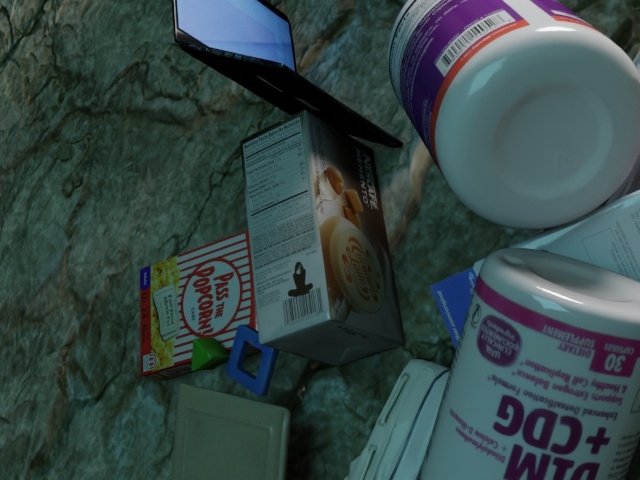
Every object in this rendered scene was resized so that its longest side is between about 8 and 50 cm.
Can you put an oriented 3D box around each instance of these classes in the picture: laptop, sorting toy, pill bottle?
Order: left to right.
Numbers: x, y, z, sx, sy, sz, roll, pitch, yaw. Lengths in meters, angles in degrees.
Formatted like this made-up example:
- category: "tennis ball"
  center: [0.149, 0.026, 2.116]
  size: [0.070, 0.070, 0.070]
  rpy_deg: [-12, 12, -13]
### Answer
- category: "sorting toy"
  center: [-0.099, 0.267, 1.115]
  size: [0.196, 0.047, 0.348]
  rpy_deg: [6, 91, 43]
- category: "laptop"
  center: [-0.042, -0.231, 1.132]
  size: [0.264, 0.234, 0.137]
  rpy_deg: [21, 88, 40]
- category: "pill bottle"
  center: [0.167, -0.154, 0.931]
  size: [0.181, 0.181, 0.323]
  rpy_deg: [-46, 24, 16]
- category: "pill bottle"
  center: [0.175, 0.163, 0.809]
  size: [0.160, 0.160, 0.283]
  rpy_deg: [26, 109, 40]

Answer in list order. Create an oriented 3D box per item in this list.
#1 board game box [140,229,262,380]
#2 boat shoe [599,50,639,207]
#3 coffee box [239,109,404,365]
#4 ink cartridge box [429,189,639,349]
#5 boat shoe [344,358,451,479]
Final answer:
- category: "board game box"
  center: [-0.142, 0.083, 1.222]
  size: [0.193, 0.045, 0.147]
  rpy_deg: [-20, 64, 31]
- category: "boat shoe"
  center: [0.297, -0.102, 0.931]
  size: [0.079, 0.081, 0.228]
  rpy_deg: [22, 89, 40]
- category: "coffee box"
  center: [0.000, 0.000, 1.083]
  size: [0.098, 0.141, 0.247]
  rpy_deg: [-22, 61, 30]
- category: "ink cartridge box"
  center: [0.270, 0.062, 0.870]
  size: [0.311, 0.065, 0.186]
  rpy_deg: [-26, 84, 26]
- category: "boat shoe"
  center: [0.067, 0.245, 0.978]
  size: [0.088, 0.096, 0.268]
  rpy_deg: [20, 86, 44]
